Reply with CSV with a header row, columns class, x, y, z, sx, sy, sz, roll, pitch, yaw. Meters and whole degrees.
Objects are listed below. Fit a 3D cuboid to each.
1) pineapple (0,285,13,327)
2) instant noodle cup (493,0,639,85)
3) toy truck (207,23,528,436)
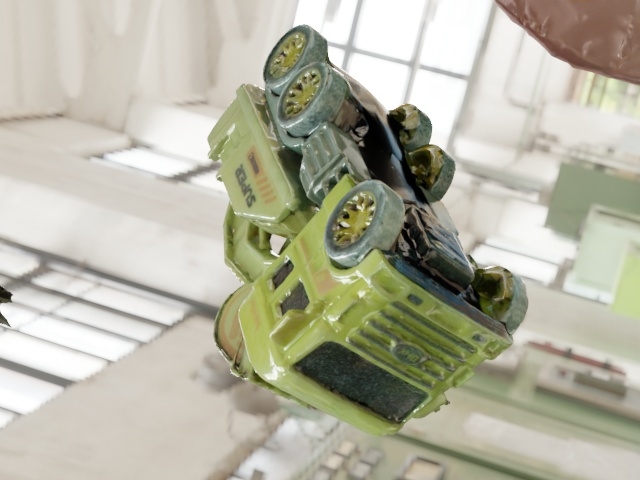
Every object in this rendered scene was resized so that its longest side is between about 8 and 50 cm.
class,x,y,z,sx,sy,sz,roll,pitch,yaw
pineapple,-0.288,0.029,0.683,0.125,0.251,0.125,177,90,-66
instant noodle cup,0.199,-0.211,0.692,0.231,0.243,0.243,-38,-38,-69
toy truck,0.000,0.000,0.563,0.116,0.085,0.191,-46,35,19
